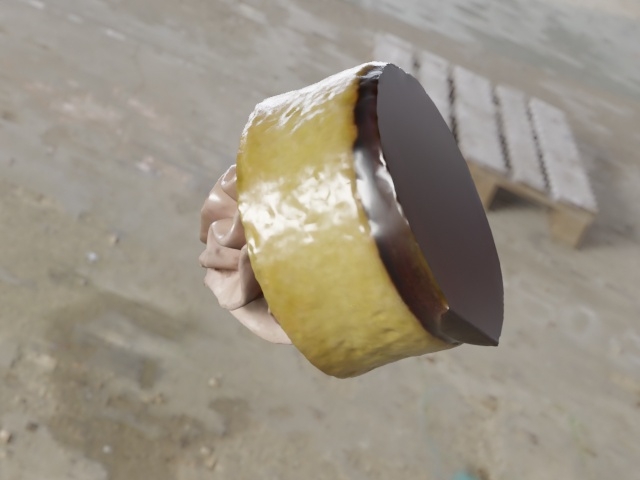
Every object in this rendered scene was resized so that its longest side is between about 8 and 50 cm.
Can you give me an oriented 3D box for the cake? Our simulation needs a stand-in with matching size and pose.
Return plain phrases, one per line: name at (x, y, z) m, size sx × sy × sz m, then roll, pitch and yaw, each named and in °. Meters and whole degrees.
cake at (0.000, 0.000, 0.940) m, size 0.185 × 0.178 × 0.208 m, roll 57°, pitch 20°, yaw -31°
